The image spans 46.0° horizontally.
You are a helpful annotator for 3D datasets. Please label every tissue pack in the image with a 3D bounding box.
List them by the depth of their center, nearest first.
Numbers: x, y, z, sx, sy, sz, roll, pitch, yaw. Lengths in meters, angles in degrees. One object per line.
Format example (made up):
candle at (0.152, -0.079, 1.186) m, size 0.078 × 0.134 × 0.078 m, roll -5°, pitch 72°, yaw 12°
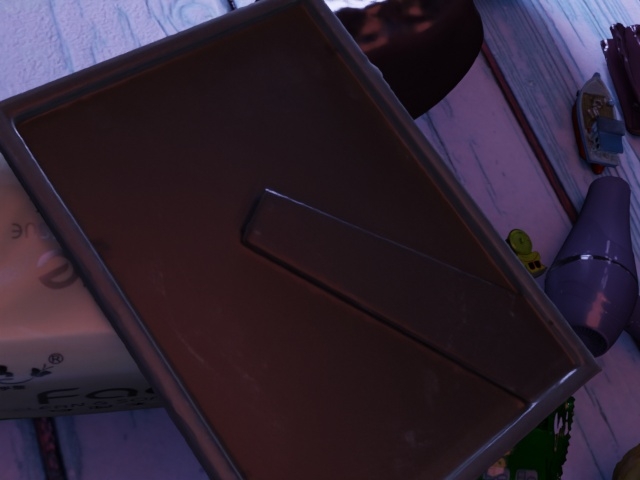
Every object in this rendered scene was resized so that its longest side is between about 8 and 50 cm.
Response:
tissue pack at (-0.189, 0.056, 0.740) m, size 0.405 × 0.332 × 0.205 m, roll -3°, pitch 69°, yaw -18°

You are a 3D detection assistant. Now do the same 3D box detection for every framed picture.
framed picture at (-0.011, 0.010, 0.614) m, size 0.326 × 0.028 × 0.446 m, roll -30°, pitch 80°, yaw -26°

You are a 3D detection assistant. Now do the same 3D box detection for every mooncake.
mooncake at (0.039, -0.250, 0.978) m, size 0.326 × 0.334 × 0.174 m, roll -33°, pitch 71°, yaw 14°

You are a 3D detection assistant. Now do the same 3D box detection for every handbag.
handbag at (0.593, -0.271, 1.286) m, size 0.203 × 0.074 × 0.216 m, roll 0°, pitch 62°, yaw -17°

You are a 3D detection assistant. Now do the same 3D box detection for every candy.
candy at (0.210, 0.241, 0.912) m, size 0.203 × 0.078 × 0.141 m, roll 7°, pitch 62°, yaw -7°

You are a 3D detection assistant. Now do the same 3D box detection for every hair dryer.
hair dryer at (0.484, 0.096, 1.070) m, size 0.361 × 0.121 × 0.301 m, roll 36°, pitch 51°, yaw -8°

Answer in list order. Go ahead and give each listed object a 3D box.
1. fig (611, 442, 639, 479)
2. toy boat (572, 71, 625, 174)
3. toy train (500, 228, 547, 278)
fig at (0.388, 0.384, 0.839) m, size 0.369 × 0.286 × 0.286 m, roll -33°, pitch 75°, yaw 4°
toy boat at (0.447, -0.192, 1.209) m, size 0.069 × 0.059 × 0.173 m, roll 10°, pitch 62°, yaw -12°
toy train at (0.189, 0.042, 1.007) m, size 0.250 × 0.053 × 0.085 m, roll -12°, pitch 68°, yaw -28°
